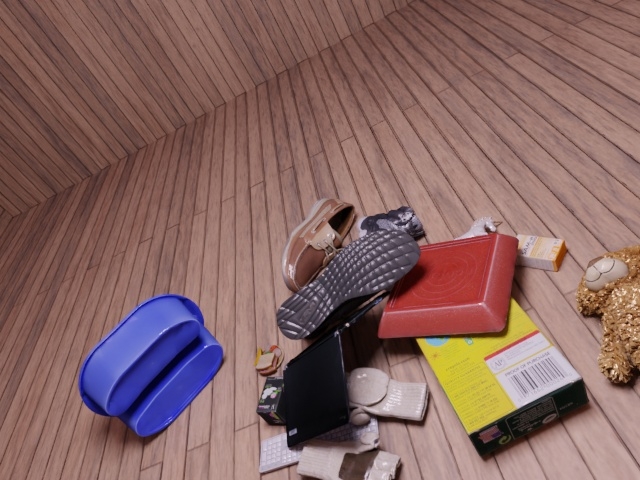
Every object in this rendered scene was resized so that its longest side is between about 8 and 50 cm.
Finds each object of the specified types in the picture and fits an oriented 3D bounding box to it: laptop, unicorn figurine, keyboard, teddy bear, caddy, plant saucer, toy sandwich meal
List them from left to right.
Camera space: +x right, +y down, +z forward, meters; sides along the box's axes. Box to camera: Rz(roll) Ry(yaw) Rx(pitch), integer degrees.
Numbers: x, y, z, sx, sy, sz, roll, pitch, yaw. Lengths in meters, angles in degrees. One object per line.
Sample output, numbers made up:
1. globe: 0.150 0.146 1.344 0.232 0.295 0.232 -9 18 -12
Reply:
1. caddy: -0.409 0.292 1.232 0.179 0.241 0.341 22 61 43
2. toy sandwich meal: -0.126 0.280 1.211 0.085 0.029 0.086 -20 37 16
3. keyboard: -0.007 0.392 1.006 0.255 0.014 0.072 -23 37 12
4. laptop: 0.037 0.255 1.019 0.264 0.137 0.234 -30 -9 -43
5. plant saucer: 0.252 0.080 1.028 0.258 0.048 0.259 -12 34 36
6. unicorn figurine: 0.351 0.000 1.162 0.161 0.060 0.111 -23 37 12
7. teddy bear: 0.519 0.120 0.796 0.112 0.245 0.338 13 44 -12

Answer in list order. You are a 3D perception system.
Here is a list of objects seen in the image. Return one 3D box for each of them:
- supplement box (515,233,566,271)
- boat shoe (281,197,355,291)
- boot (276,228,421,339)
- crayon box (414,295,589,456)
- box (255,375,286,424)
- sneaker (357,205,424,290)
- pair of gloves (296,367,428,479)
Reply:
1. supplement box: 0.458 0.025 1.074 0.098 0.036 0.062 9 51 43
2. boat shoe: 0.000 0.000 1.376 0.116 0.123 0.325 0 48 34
3. boot: 0.064 0.099 1.115 0.338 0.222 0.118 -31 76 6
4. crayon box: 0.301 0.203 0.937 0.202 0.081 0.319 -29 34 5
5. box: -0.091 0.342 1.084 0.052 0.062 0.083 -10 41 27
6. sneaker: 0.183 0.002 1.247 0.153 0.101 0.269 -27 33 12
7. pair of gloves: 0.076 0.347 0.949 0.204 0.042 0.240 3 48 39
